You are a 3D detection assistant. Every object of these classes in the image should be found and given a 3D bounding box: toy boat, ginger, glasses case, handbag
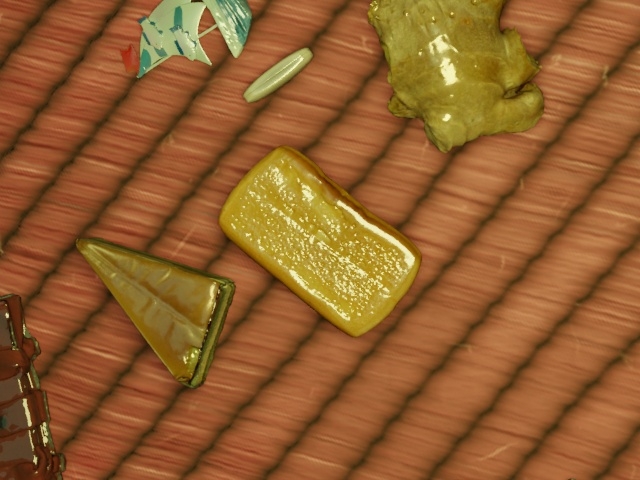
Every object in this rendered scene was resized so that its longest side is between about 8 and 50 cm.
[{"bbox_3d":[-0.140,-0.231,1.376,0.149,0.034,0.105,-8,93,22],"label":"toy boat"},{"bbox_3d":[0.125,-0.194,1.289,0.157,0.102,0.216,-19,87,3],"label":"ginger"},{"bbox_3d":[-0.043,-0.168,1.353,0.083,0.032,0.021,-36,90,8],"label":"glasses case"},{"bbox_3d":[-0.416,0.206,1.401,0.275,0.084,0.260,-12,86,9],"label":"handbag"}]

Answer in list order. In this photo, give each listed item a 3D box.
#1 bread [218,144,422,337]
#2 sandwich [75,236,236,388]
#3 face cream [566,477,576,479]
[{"bbox_3d":[0.000,0.000,1.326,0.200,0.077,0.116,39,95,5],"label":"bread"},{"bbox_3d":[-0.182,0.072,1.356,0.163,0.079,0.113,18,92,8],"label":"sandwich"},{"bbox_3d":[0.305,0.332,1.281,0.229,0.075,0.075,41,97,6],"label":"face cream"}]
